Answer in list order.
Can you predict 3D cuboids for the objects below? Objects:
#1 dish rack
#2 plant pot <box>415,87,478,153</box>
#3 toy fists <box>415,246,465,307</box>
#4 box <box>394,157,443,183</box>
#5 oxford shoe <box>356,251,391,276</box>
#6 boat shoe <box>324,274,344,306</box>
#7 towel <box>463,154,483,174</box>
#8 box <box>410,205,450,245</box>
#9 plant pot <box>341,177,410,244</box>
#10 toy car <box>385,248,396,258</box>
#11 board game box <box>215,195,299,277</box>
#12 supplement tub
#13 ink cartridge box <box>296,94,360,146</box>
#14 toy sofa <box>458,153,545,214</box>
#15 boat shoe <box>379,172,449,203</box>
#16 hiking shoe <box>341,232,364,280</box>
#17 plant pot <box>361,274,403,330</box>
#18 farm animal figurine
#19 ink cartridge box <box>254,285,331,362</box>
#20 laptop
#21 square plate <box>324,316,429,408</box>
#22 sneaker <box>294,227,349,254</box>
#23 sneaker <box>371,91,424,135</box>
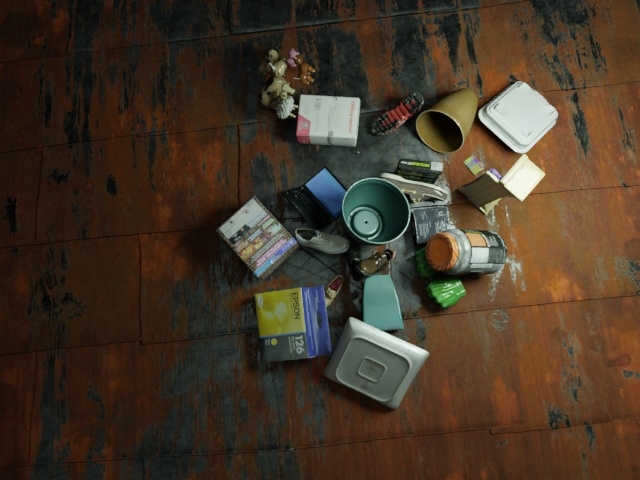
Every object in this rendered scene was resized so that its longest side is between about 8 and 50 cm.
[{"bbox_3d":[0.922,-0.584,1.905,0.333,0.072,0.285,-40,79,-21],"label":"dish rack"},{"bbox_3d":[0.608,-0.571,1.900,0.237,0.237,0.254,38,71,8],"label":"plant pot"},{"bbox_3d":[0.512,0.159,1.832,0.142,0.096,0.279,-21,78,-13],"label":"toy fists"},{"bbox_3d":[0.438,-0.310,1.869,0.191,0.184,0.045,8,83,5],"label":"box"},{"bbox_3d":[0.231,0.090,1.786,0.083,0.227,0.096,45,123,17],"label":"oxford shoe"},{"bbox_3d":[0.048,0.224,1.861,0.063,0.059,0.170,31,83,8],"label":"boat shoe"},{"bbox_3d":[0.719,-0.354,1.950,0.060,0.009,0.083,-38,80,-3],"label":"towel"},{"bbox_3d":[0.495,-0.062,1.869,0.158,0.093,0.155,-6,80,3],"label":"box"},{"bbox_3d":[0.220,-0.102,1.826,0.293,0.196,0.292,2,74,-8],"label":"plant pot"},{"bbox_3d":[0.328,0.022,1.885,0.041,0.060,0.122,7,87,-28],"label":"toy car"},{"bbox_3d":[-0.279,-0.009,1.877,0.232,0.141,0.291,-42,81,-4],"label":"board game box"},{"bbox_3d":[0.604,0.048,1.732,0.316,0.194,0.193,2,79,-30],"label":"supplement tub"},{"bbox_3d":[0.038,-0.563,1.966,0.283,0.117,0.207,5,80,4],"label":"ink cartridge box"},{"bbox_3d":[0.747,-0.243,1.752,0.177,0.362,0.150,43,86,4],"label":"toy sofa"},{"bbox_3d":[0.415,-0.221,1.893,0.325,0.116,0.096,16,86,10],"label":"boat shoe"},{"bbox_3d":[0.151,0.068,1.854,0.086,0.114,0.226,-21,80,-1],"label":"hiking shoe"},{"bbox_3d":[0.253,0.272,1.793,0.166,0.165,0.234,-5,77,2],"label":"plant pot"},{"bbox_3d":[-0.203,-0.760,1.945,0.330,0.172,0.326,37,107,45],"label":"farm animal figurine"},{"bbox_3d":[-0.123,0.364,1.812,0.307,0.072,0.303,-11,78,17],"label":"ink cartridge box"},{"bbox_3d":[-0.002,-0.198,1.896,0.234,0.264,0.136,49,122,10],"label":"laptop"},{"bbox_3d":[0.217,0.523,1.716,0.347,0.049,0.344,24,116,7],"label":"square plate"},{"bbox_3d":[0.000,0.000,1.850,0.258,0.091,0.094,8,69,21],"label":"sneaker"},{"bbox_3d":[0.366,-0.591,1.967,0.276,0.135,0.097,-34,93,20],"label":"sneaker"}]
